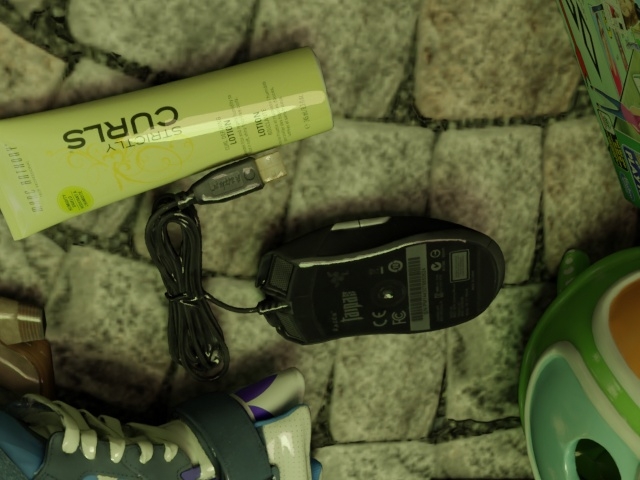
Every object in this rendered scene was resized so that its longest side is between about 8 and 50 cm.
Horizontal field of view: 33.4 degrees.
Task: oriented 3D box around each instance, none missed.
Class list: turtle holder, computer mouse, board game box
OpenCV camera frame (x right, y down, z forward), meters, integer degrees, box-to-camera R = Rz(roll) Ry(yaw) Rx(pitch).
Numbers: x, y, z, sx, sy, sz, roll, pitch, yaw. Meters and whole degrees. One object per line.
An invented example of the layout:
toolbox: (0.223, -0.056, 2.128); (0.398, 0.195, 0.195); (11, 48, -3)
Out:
turtle holder: (0.263, 0.171, 0.822); (0.243, 0.227, 0.320); (24, 110, -5)
computer mouse: (0.000, 0.000, 0.791); (0.261, 0.060, 0.184); (-13, 126, 1)
board game box: (0.232, -0.128, 0.717); (0.046, 0.213, 0.317); (-29, 117, -2)

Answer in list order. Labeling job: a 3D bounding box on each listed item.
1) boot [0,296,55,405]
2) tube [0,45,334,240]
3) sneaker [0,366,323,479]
boot: (-0.242, 0.087, 0.779); (0.086, 0.042, 0.119); (-1, 117, -6)
tube: (-0.112, -0.070, 0.735); (0.240, 0.062, 0.070); (-16, 81, -3)
sneaker: (-0.126, 0.148, 0.779); (0.236, 0.130, 0.323); (-45, 122, -16)
